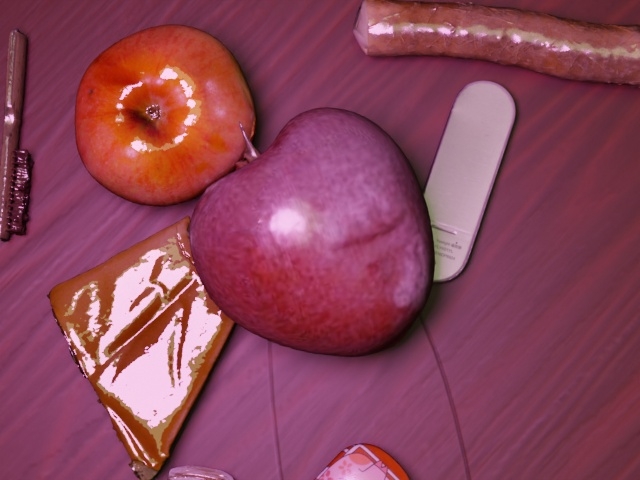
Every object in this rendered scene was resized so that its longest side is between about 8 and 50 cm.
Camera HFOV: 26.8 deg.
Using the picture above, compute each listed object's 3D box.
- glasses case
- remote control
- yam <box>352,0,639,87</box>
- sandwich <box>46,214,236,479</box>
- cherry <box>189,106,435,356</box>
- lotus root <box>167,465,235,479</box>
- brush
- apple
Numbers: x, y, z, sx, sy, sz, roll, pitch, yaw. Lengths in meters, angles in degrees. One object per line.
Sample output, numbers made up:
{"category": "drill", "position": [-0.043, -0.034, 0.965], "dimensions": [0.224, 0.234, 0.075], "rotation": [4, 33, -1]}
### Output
{"category": "glasses case", "position": [-0.009, 0.340, 1.483], "dimensions": [0.103, 0.067, 0.266], "rotation": [42, 86, 8]}
{"category": "remote control", "position": [0.161, -0.068, 1.549], "dimensions": [0.077, 0.022, 0.245], "rotation": [18, 85, 7]}
{"category": "yam", "position": [0.214, -0.228, 1.540], "dimensions": [0.357, 0.081, 0.081], "rotation": [6, 83, 4]}
{"category": "sandwich", "position": [-0.167, 0.118, 1.521], "dimensions": [0.212, 0.063, 0.245], "rotation": [-29, 84, -2]}
{"category": "cherry", "position": [0.000, 0.000, 1.450], "dimensions": [0.261, 0.221, 0.307], "rotation": [-40, 104, -14]}
{"category": "lotus root", "position": [-0.132, 0.277, 1.516], "dimensions": [0.083, 0.030, 0.037], "rotation": [9, 115, 7]}
{"category": "brush", "position": [-0.353, -0.123, 1.572], "dimensions": [0.036, 0.043, 0.248], "rotation": [3, 82, -4]}
{"category": "apple", "position": [-0.173, -0.139, 1.502], "dimensions": [0.210, 0.164, 0.209], "rotation": [0, 86, 3]}
